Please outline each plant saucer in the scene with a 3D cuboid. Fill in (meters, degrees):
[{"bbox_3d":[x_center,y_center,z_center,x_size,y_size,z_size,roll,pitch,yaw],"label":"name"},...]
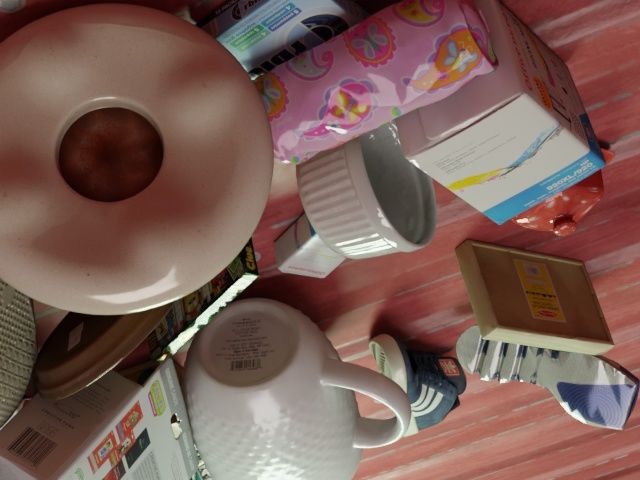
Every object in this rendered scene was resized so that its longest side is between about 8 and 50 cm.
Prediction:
[{"bbox_3d":[-0.300,0.112,1.788,0.278,0.278,0.041,-30,112,27],"label":"plant saucer"}]

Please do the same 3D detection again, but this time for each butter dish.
[{"bbox_3d":[0.341,-0.061,1.852,0.159,0.118,0.160,10,143,-32],"label":"butter dish"}]

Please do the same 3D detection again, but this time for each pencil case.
[{"bbox_3d":[0.057,-0.189,1.461,0.284,0.124,0.124,-26,147,18],"label":"pencil case"}]

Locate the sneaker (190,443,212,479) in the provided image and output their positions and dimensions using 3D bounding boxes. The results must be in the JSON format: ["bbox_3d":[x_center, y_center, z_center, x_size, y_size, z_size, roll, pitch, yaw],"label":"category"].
[{"bbox_3d":[-0.214,0.379,2.357,0.108,0.121,0.302,-18,149,8],"label":"sneaker"}]

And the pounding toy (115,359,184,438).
[{"bbox_3d":[-0.312,0.323,2.143,0.181,0.206,0.094,-19,149,11],"label":"pounding toy"}]

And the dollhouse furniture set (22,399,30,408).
[{"bbox_3d":[-0.559,0.355,2.021,0.303,0.198,0.286,15,-171,18],"label":"dollhouse furniture set"}]

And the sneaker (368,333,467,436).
[{"bbox_3d":[0.184,0.241,2.298,0.148,0.131,0.350,-21,155,0],"label":"sneaker"}]

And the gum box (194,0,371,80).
[{"bbox_3d":[-0.031,-0.237,1.493,0.157,0.041,0.184,-30,147,24],"label":"gum box"}]

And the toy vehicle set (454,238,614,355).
[{"bbox_3d":[0.348,0.094,2.063,0.266,0.166,0.035,11,142,-34],"label":"toy vehicle set"}]

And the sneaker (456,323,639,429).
[{"bbox_3d":[0.409,0.193,2.216,0.315,0.182,0.127,22,117,14],"label":"sneaker"}]

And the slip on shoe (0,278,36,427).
[{"bbox_3d":[-0.461,0.107,1.726,0.101,0.123,0.331,8,118,19],"label":"slip on shoe"}]

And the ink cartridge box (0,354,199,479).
[{"bbox_3d":[-0.328,0.327,1.910,0.272,0.130,0.309,-47,149,-33],"label":"ink cartridge box"}]

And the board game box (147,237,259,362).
[{"bbox_3d":[-0.178,0.057,1.829,0.030,0.136,0.259,14,139,-34],"label":"board game box"}]

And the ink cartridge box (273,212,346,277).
[{"bbox_3d":[0.000,0.000,1.885,0.088,0.052,0.122,12,140,-35],"label":"ink cartridge box"}]

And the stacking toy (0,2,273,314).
[{"bbox_3d":[-0.236,-0.040,1.551,0.350,0.351,0.480,-10,165,-6],"label":"stacking toy"}]

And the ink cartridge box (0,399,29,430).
[{"bbox_3d":[-0.612,0.384,2.220,0.303,0.072,0.307,-20,117,12],"label":"ink cartridge box"}]

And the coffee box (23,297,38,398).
[{"bbox_3d":[-0.567,0.163,1.867,0.297,0.119,0.168,-6,148,-13],"label":"coffee box"}]

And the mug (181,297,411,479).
[{"bbox_3d":[-0.039,0.256,2.041,0.374,0.276,0.328,5,144,14],"label":"mug"}]

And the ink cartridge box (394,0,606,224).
[{"bbox_3d":[0.213,-0.162,1.584,0.168,0.171,0.232,-29,146,25],"label":"ink cartridge box"}]

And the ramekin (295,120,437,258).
[{"bbox_3d":[0.056,-0.074,1.647,0.109,0.207,0.207,-18,150,26],"label":"ramekin"}]
